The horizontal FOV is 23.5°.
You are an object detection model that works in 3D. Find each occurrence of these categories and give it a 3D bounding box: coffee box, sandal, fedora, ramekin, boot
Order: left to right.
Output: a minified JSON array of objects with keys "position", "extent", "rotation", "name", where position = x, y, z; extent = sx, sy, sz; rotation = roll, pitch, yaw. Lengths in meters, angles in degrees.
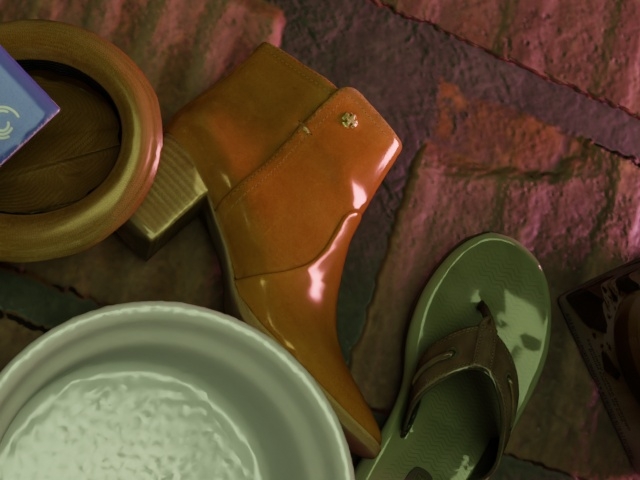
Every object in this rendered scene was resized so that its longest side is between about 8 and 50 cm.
[{"position":[-0.211,-0.068,1.133],"extent":[0.194,0.079,0.194],"rotation":[0,81,-1],"name":"fedora"},{"position":[-0.125,0.189,1.086],"extent":[0.277,0.135,0.277],"rotation":[4,77,-17],"name":"ramekin"},{"position":[-0.001,0.000,1.184],"extent":[0.295,0.104,0.211],"rotation":[47,69,0],"name":"boot"},{"position":[0.109,0.135,1.201],"extent":[0.120,0.086,0.302],"rotation":[27,72,-12],"name":"sandal"},{"position":[0.324,0.074,1.174],"extent":[0.119,0.297,0.168],"rotation":[-23,87,-22],"name":"coffee box"}]

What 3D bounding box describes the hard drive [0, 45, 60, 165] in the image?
[{"position":[-0.361,-0.133,1.026],"extent":[0.210,0.040,0.318],"rotation":[-44,103,-7],"name":"hard drive"}]
